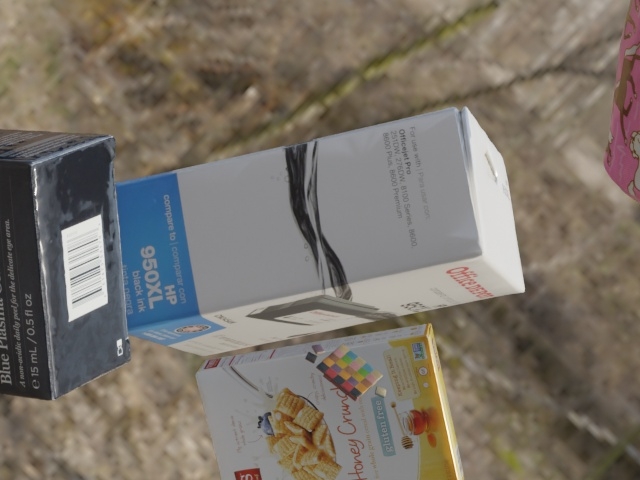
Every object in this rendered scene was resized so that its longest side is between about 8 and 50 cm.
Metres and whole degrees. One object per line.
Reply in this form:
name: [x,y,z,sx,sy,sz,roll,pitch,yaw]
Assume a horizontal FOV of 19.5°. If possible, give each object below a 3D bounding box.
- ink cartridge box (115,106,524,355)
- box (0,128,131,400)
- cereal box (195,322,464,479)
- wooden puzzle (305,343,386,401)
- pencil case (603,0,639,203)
ink cartridge box: [0.000,0.000,2.004,0.285,0.395,0.166,30,49,-73]
box: [-0.216,0.011,1.205,0.158,0.156,0.093,5,16,28]
cereal box: [0.010,0.186,1.860,0.047,0.240,0.173,-62,140,-72]
wooden puzzle: [0.026,0.123,1.748,0.083,0.006,0.049,38,38,12]
pencil case: [0.374,-0.214,1.714,0.167,0.386,0.160,-6,29,-21]
